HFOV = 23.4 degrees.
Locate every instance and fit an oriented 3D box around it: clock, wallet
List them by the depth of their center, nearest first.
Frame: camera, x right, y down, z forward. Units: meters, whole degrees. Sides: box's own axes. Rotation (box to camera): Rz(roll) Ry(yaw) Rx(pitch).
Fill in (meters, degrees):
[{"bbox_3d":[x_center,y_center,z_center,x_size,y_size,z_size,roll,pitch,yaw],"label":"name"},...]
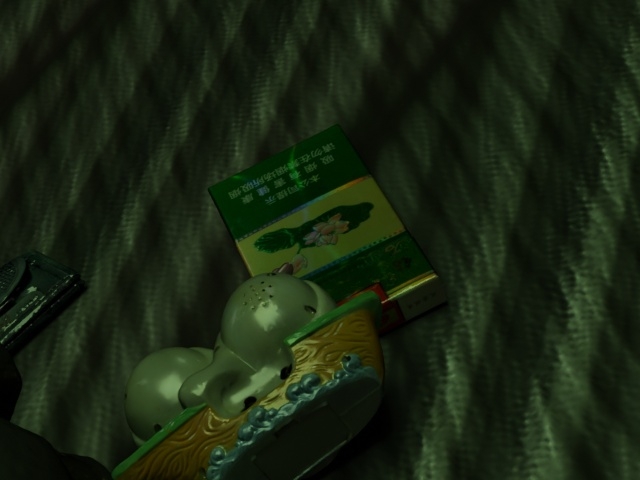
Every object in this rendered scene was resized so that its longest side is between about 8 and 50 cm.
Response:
[{"bbox_3d":[-0.053,0.106,1.111,0.231,0.103,0.144,-36,48,-5],"label":"clock"},{"bbox_3d":[-0.277,0.059,1.340,0.088,0.026,0.129,23,58,40],"label":"wallet"}]

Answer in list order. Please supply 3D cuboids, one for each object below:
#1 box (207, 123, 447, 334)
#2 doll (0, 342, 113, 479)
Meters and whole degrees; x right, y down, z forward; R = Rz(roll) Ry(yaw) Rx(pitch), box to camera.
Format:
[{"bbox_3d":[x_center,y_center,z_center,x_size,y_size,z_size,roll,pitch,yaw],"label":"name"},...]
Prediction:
[{"bbox_3d":[0.000,0.000,1.267,0.132,0.034,0.235,-26,40,-2],"label":"box"},{"bbox_3d":[-0.330,0.229,1.018,0.378,0.252,0.382,4,41,29],"label":"doll"}]
